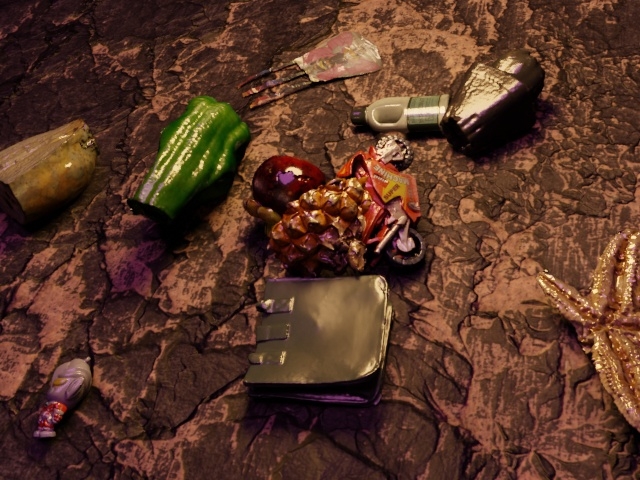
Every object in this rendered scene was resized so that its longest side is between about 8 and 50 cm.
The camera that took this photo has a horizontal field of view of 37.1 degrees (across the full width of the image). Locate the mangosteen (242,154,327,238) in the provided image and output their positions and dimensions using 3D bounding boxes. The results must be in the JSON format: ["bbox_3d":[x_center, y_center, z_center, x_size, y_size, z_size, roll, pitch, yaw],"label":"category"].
[{"bbox_3d":[-0.074,-0.088,1.971,0.166,0.166,0.180,23,81,32],"label":"mangosteen"}]

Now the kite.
[{"bbox_3d":[-0.025,-0.422,2.363,0.360,0.022,0.204,-24,45,-9],"label":"kite"}]

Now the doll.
[{"bbox_3d":[-0.478,0.290,1.780,0.094,0.079,0.180,-18,40,47],"label":"doll"}]

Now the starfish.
[{"bbox_3d":[0.561,0.151,1.599,0.324,0.082,0.432,-20,40,-9],"label":"starfish"}]

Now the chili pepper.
[{"bbox_3d":[-0.272,-0.153,2.052,0.167,0.213,0.385,17,47,14],"label":"chili pepper"}]

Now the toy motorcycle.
[{"bbox_3d":[0.120,-0.075,1.894,0.171,0.089,0.298,1,66,-13],"label":"toy motorcycle"}]

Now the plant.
[{"bbox_3d":[0.375,-0.297,2.048,0.256,0.142,0.164,-43,50,-10],"label":"plant"}]

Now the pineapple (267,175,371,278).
[{"bbox_3d":[-0.004,0.003,1.803,0.250,0.140,0.164,-42,53,30],"label":"pineapple"}]

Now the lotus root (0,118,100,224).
[{"bbox_3d":[-0.628,-0.165,2.209,0.260,0.149,0.267,-37,30,-24],"label":"lotus root"}]

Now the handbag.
[{"bbox_3d":[-0.004,0.179,1.741,0.260,0.079,0.247,-2,46,15],"label":"handbag"}]

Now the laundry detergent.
[{"bbox_3d":[0.178,-0.281,2.134,0.226,0.070,0.099,0,52,15],"label":"laundry detergent"}]
